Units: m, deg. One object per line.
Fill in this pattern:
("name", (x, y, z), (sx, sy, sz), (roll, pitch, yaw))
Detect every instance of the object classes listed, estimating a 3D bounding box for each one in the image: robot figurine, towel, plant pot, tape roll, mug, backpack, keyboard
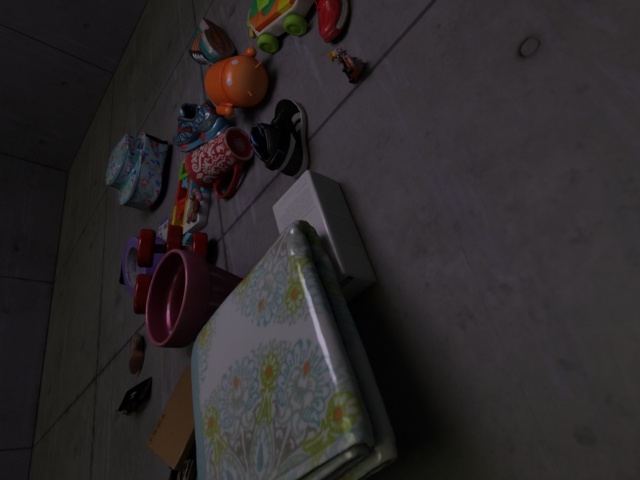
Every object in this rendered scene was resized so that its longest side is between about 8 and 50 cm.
("robot figurine", (-0.218, -0.411, 1.115), (0.158, 0.128, 0.219), (-37, 31, -24))
("towel", (-0.070, 0.199, 0.623), (0.320, 0.090, 0.374), (-46, 42, 24))
("plant pot", (-0.252, 0.134, 0.930), (0.201, 0.180, 0.201), (-21, 62, 45))
("tape roll", (-0.551, 0.082, 1.351), (0.189, 0.080, 0.188), (0, 89, 46))
("mug", (-0.249, -0.205, 1.125), (0.169, 0.150, 0.113), (-23, 24, 39))
("backpack", (-0.662, -0.244, 1.554), (0.225, 0.191, 0.253), (-21, 67, 44))
("keyboard", (-0.561, 0.487, 1.307), (0.192, 0.038, 0.100), (-35, 30, 39))

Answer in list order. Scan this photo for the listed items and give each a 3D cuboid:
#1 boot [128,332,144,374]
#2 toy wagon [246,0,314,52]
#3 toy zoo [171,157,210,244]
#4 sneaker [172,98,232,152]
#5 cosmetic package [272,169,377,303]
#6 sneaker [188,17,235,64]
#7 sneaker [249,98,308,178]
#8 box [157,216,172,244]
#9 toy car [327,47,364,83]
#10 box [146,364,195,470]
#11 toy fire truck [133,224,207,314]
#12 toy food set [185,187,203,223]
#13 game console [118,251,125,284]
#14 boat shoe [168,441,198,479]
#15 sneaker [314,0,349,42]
("boot", (-0.595, 0.359, 1.379), (0.087, 0.042, 0.118), (4, 80, 57))
("toy wagon", (-0.110, -0.626, 1.106), (0.344, 0.068, 0.267), (-3, 75, 49))
("toy zoo", (-0.389, -0.130, 1.300), (0.192, 0.030, 0.293), (-12, 68, 47))
("sneaker", (-0.364, -0.344, 1.254), (0.262, 0.125, 0.104), (-5, 38, 44))
("cosmetic package", (0.000, 0.000, 0.754), (0.117, 0.086, 0.231), (-42, 51, 33))
("sneaker", (-0.351, -0.601, 1.363), (0.121, 0.108, 0.302), (-53, 35, 25))
("sneaker", (-0.095, -0.242, 0.916), (0.079, 0.121, 0.216), (-37, 52, 36))
("box", (-0.506, -0.007, 1.402), (0.081, 0.028, 0.136), (-25, 57, 44))
("toy car", (0.049, -0.361, 0.841), (0.041, 0.060, 0.122), (-28, 58, 3))
("box", (-0.315, 0.399, 0.990), (0.164, 0.021, 0.201), (-3, 56, 48))
("toy fire truck", (-0.400, 0.117, 1.152), (0.254, 0.170, 0.302), (125, 144, -57))
("toy food set", (-0.357, -0.105, 1.214), (0.078, 0.019, 0.122), (14, 89, 50))
("game console", (-0.711, 0.110, 1.571), (0.107, 0.071, 0.122), (-17, 65, 46))
("boat shoe", (-0.309, 0.505, 0.963), (0.075, 0.065, 0.206), (-15, 66, 47))
("sneaker", (-0.010, -0.537, 0.908), (0.087, 0.128, 0.221), (-21, 61, 46))
